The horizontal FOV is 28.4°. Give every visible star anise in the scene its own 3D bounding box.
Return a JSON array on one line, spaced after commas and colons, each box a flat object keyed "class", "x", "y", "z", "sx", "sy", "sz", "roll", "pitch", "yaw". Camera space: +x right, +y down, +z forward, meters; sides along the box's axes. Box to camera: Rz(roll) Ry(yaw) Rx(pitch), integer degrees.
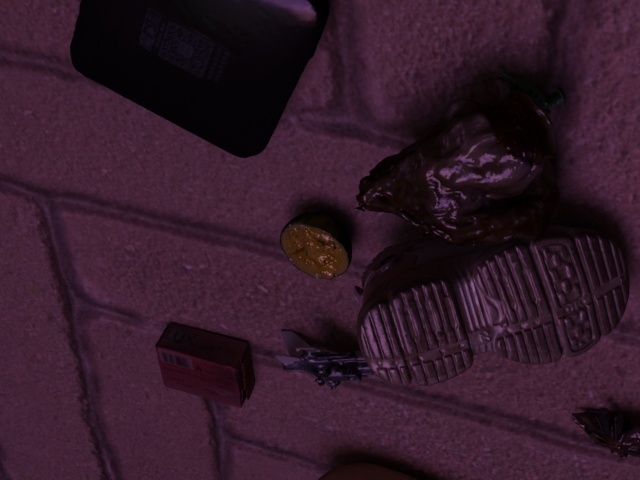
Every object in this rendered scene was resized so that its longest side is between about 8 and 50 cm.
[{"class": "star anise", "x": 0.431, "y": 0.270, "z": 1.774, "sx": 0.124, "sy": 0.056, "sz": 0.129, "roll": 38, "pitch": 153, "yaw": -15}]

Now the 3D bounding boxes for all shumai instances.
[{"class": "shumai", "x": 0.172, "y": -0.106, "z": 1.466, "sx": 0.218, "sy": 0.184, "sz": 0.185, "roll": 21, "pitch": 121, "yaw": 24}]

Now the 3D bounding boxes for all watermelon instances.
[{"class": "watermelon", "x": 0.000, "y": 0.000, "z": 1.729, "sx": 0.105, "sy": 0.062, "sz": 0.105, "roll": 21, "pitch": 143, "yaw": 17}]

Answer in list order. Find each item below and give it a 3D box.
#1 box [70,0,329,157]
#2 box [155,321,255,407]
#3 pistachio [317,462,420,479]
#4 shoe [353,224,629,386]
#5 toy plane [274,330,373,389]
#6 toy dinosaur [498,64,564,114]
[{"class": "box", "x": -0.153, "y": -0.255, "z": 1.546, "sx": 0.289, "sy": 0.073, "sz": 0.290, "roll": 28, "pitch": 138, "yaw": -1}, {"class": "box", "x": -0.184, "y": 0.201, "z": 2.032, "sx": 0.156, "sy": 0.060, "sz": 0.111, "roll": 15, "pitch": 137, "yaw": 18}, {"class": "pistachio", "x": 0.109, "y": 0.469, "z": 2.053, "sx": 0.299, "sy": 0.187, "sz": 0.187, "roll": 14, "pitch": 137, "yaw": 14}, {"class": "shoe", "x": 0.204, "y": 0.050, "z": 1.599, "sx": 0.351, "sy": 0.198, "sz": 0.172, "roll": -11, "pitch": 112, "yaw": -6}, {"class": "toy plane", "x": 0.035, "y": 0.188, "z": 1.888, "sx": 0.234, "sy": 0.082, "sz": 0.160, "roll": 7, "pitch": 161, "yaw": 23}, {"class": "toy dinosaur", "x": 0.244, "y": -0.172, "z": 1.457, "sx": 0.062, "sy": 0.021, "sz": 0.083, "roll": -8, "pitch": 133, "yaw": 34}]
